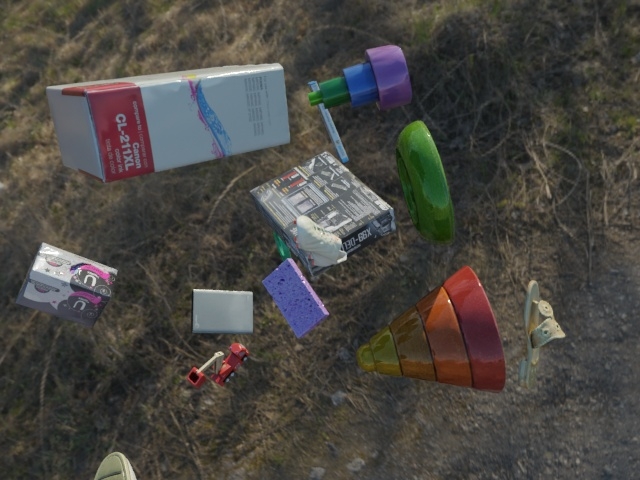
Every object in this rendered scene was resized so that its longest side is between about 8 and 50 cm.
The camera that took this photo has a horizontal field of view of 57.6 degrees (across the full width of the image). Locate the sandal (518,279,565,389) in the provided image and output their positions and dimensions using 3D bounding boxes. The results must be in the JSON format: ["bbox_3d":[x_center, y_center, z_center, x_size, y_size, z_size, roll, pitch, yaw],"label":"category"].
[{"bbox_3d":[0.481,0.208,1.246,0.079,0.088,0.240,9,100,36],"label":"sandal"}]

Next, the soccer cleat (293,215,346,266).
[{"bbox_3d":[0.000,0.000,1.150,0.076,0.196,0.068,-7,67,13],"label":"soccer cleat"}]

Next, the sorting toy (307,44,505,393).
[{"bbox_3d":[0.064,-0.019,0.575,0.126,0.127,0.366,-16,75,3],"label":"sorting toy"}]

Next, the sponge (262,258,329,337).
[{"bbox_3d":[-0.076,0.171,1.736,0.117,0.031,0.210,-41,71,18],"label":"sponge"}]

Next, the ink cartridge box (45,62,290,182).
[{"bbox_3d":[-0.133,-0.111,0.520,0.175,0.073,0.127,-18,22,-33],"label":"ink cartridge box"}]

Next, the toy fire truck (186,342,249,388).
[{"bbox_3d":[-0.318,0.392,1.830,0.047,0.135,0.192,29,69,33],"label":"toy fire truck"}]

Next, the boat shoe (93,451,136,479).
[{"bbox_3d":[-0.457,0.653,1.360,0.113,0.103,0.302,-28,53,9],"label":"boat shoe"}]

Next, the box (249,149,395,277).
[{"bbox_3d":[0.000,-0.077,1.454,0.242,0.077,0.307,-31,48,-15],"label":"box"}]

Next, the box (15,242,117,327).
[{"bbox_3d":[-0.803,0.145,1.855,0.163,0.247,0.142,-51,29,27],"label":"box"}]

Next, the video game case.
[{"bbox_3d":[0.014,-0.245,1.194,0.015,0.166,0.119,-24,16,2],"label":"video game case"}]

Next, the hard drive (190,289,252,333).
[{"bbox_3d":[-0.217,0.159,1.286,0.135,0.022,0.094,5,73,-23],"label":"hard drive"}]

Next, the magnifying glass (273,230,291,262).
[{"bbox_3d":[-0.099,0.072,1.814,0.026,0.092,0.231,-19,94,-14],"label":"magnifying glass"}]
